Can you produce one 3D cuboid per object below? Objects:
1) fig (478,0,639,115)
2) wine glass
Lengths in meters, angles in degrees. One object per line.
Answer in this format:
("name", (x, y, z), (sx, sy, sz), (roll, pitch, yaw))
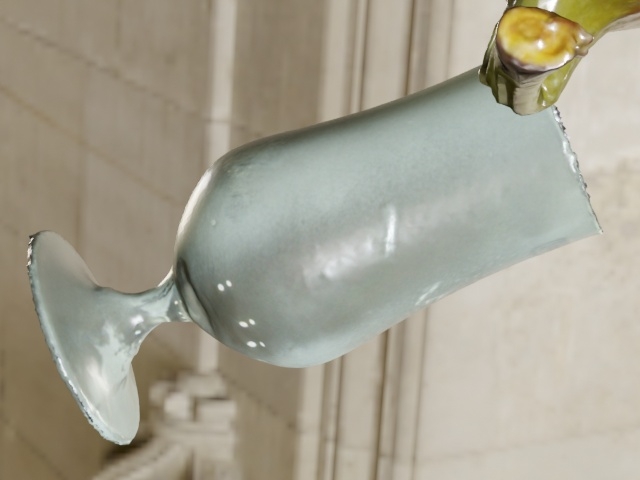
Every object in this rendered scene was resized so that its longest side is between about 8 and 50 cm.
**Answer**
("fig", (0.097, -0.113, 0.548), (0.142, 0.186, 0.148), (19, 173, -26))
("wine glass", (0.000, 0.000, 0.787), (0.231, 0.103, 0.103), (-22, -166, 7))
